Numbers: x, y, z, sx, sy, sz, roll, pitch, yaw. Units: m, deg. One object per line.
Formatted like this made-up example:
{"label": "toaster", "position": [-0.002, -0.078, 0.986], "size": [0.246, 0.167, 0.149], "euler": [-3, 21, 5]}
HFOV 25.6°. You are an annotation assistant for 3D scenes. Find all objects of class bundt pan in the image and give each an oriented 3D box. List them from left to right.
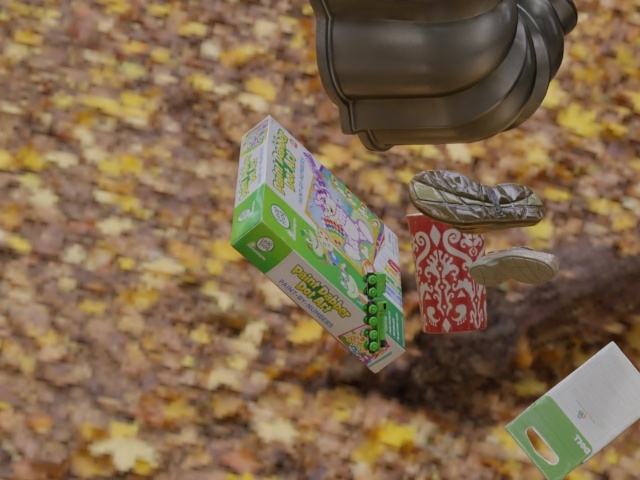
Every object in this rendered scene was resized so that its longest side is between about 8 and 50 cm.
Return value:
{"label": "bundt pan", "position": [0.115, -0.222, 1.038], "size": [0.124, 0.331, 0.331], "euler": [9, 13, 24]}

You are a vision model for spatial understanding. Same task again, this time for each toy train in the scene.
{"label": "toy train", "position": [0.055, 0.071, 1.390], "size": [0.023, 0.083, 0.017], "euler": [-6, 9, -30]}

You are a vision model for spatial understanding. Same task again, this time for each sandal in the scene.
{"label": "sandal", "position": [0.177, -0.036, 1.614], "size": [0.180, 0.049, 0.072], "euler": [5, 55, -30]}

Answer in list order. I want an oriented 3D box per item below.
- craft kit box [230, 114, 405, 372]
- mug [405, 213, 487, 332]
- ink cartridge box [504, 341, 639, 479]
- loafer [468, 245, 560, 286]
{"label": "craft kit box", "position": [0.000, 0.000, 1.682], "size": [0.246, 0.061, 0.250], "euler": [40, 25, -23]}
{"label": "mug", "position": [0.198, 0.041, 2.004], "size": [0.150, 0.169, 0.113], "euler": [-5, 1, -44]}
{"label": "ink cartridge box", "position": [0.365, 0.249, 1.987], "size": [0.109, 0.209, 0.062], "euler": [52, -16, 10]}
{"label": "loafer", "position": [0.214, 0.022, 1.533], "size": [0.125, 0.045, 0.039], "euler": [-9, 36, 52]}
